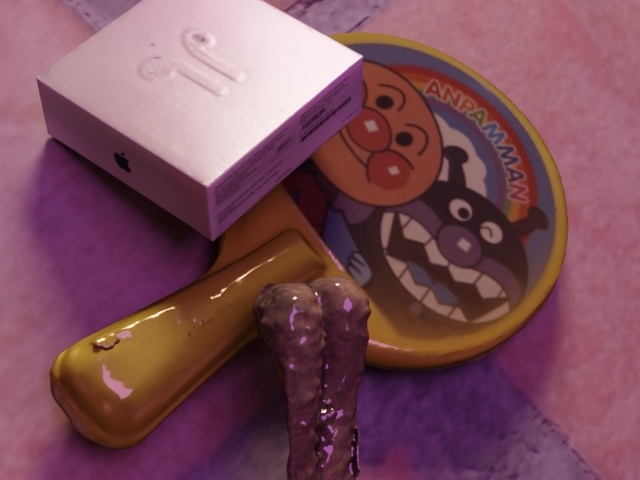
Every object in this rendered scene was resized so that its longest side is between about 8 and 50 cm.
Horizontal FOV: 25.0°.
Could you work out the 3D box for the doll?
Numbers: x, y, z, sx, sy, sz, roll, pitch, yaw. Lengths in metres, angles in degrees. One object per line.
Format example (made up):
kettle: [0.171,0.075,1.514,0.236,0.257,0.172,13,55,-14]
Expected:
doll: [0.005,0.174,0.723,0.202,0.091,0.286,-44,117,-56]

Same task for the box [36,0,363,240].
box: [-0.066,-0.081,0.814,0.129,0.051,0.130,32,56,24]

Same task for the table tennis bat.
table tennis bat: [0.000,0.000,0.837,0.369,0.054,0.224,-33,80,-33]
